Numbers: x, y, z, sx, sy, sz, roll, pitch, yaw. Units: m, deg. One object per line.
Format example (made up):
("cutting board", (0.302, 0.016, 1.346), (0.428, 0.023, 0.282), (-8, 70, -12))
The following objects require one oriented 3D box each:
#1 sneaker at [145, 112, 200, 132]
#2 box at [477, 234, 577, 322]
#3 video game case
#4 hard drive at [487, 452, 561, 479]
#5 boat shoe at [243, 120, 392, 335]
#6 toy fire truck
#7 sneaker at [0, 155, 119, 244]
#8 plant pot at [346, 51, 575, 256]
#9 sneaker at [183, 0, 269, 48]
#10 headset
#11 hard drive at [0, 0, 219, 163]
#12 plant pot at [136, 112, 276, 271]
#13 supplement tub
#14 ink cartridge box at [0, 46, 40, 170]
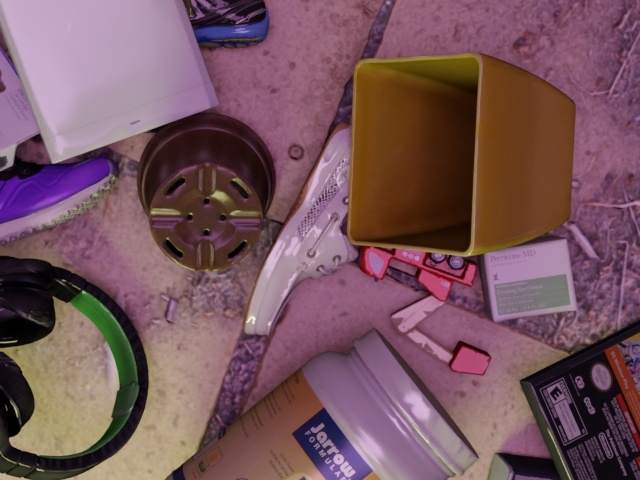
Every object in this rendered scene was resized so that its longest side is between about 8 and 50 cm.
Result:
("sneaker", (-0.245, -0.177, 1.637), (0.214, 0.083, 0.084), (10, 91, -2))
("box", (0.242, 0.044, 1.637), (0.101, 0.102, 0.087), (-9, 91, 2))
("video game case", (0.397, 0.239, 1.648), (0.248, 0.035, 0.275), (-24, 92, -15))
("hard drive", (0.271, 0.394, 1.678), (0.171, 0.054, 0.255), (8, 93, 0))
("boat shoe", (0.000, 0.000, 1.637), (0.096, 0.098, 0.277), (27, 92, 0))
("toy fire truck", (0.126, 0.072, 1.666), (0.192, 0.047, 0.135), (20, 94, 0))
("sneaker", (-0.388, -0.065, 1.633), (0.293, 0.102, 0.146), (-22, 92, 1))
("plant pot", (0.172, -0.095, 1.568), (0.187, 0.212, 0.212), (0, 94, -37))
("sneaker", (-0.154, -0.271, 1.647), (0.188, 0.067, 0.078), (1, 78, -1))
("headset", (-0.366, 0.114, 1.547), (0.394, 0.185, 0.243), (23, 57, -23))
("hard drive", (-0.260, -0.265, 1.565), (0.203, 0.040, 0.308), (-21, 99, -13))
("plant pot", (-0.131, -0.047, 1.584), (0.166, 0.165, 0.167), (-1, 108, -3))
("supplement tub", (0.000, 0.271, 1.587), (0.316, 0.228, 0.228), (-40, 92, 2))
("ink cartridge box", (-0.445, -0.150, 1.603), (0.208, 0.045, 0.206), (-28, 65, -19))
